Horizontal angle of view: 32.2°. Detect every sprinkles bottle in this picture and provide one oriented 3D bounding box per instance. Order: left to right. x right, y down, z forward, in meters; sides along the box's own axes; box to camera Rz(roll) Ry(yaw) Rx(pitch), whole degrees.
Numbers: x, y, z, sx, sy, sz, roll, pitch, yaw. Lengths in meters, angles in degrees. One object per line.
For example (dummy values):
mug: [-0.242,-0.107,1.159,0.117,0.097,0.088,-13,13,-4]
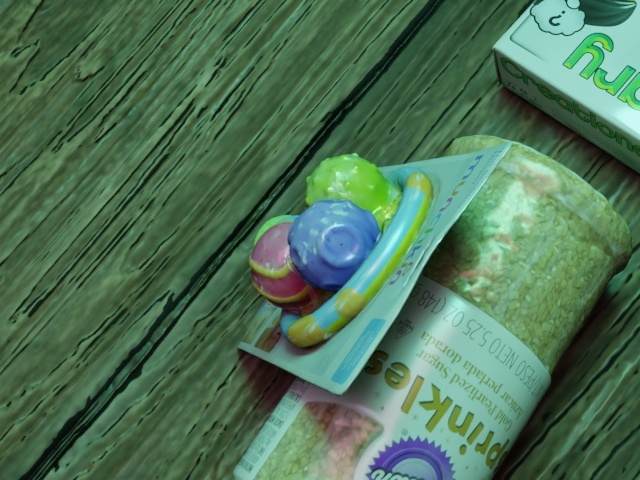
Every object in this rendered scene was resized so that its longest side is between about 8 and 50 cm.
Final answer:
sprinkles bottle: [0.026,0.115,0.586,0.121,0.121,0.355,29,77,25]

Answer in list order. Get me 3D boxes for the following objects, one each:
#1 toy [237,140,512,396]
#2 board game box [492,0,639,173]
toy: [0.000,0.000,0.589,0.056,0.237,0.137,35,81,-9]
board game box: [0.279,-0.095,0.644,0.305,0.053,0.193,38,82,27]
